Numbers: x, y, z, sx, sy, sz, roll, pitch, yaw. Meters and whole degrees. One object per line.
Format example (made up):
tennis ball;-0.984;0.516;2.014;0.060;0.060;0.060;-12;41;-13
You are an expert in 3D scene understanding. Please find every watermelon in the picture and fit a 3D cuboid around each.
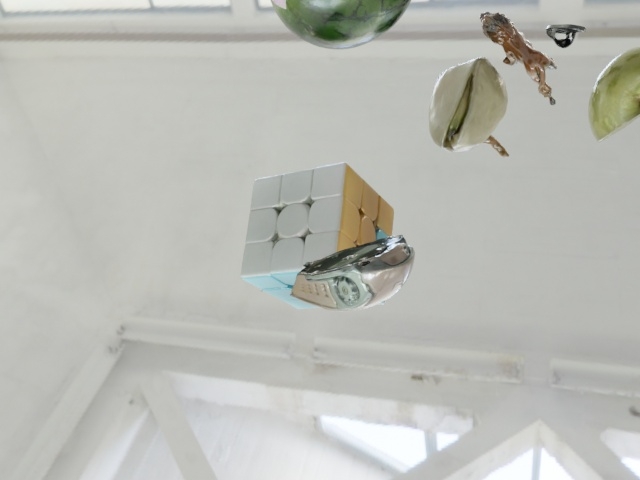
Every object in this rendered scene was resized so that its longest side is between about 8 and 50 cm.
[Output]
watermelon;0.053;-0.616;1.654;0.364;0.363;0.363;-7;-139;6

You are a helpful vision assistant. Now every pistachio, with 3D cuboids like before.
pistachio;0.401;-0.366;1.974;0.208;0.226;0.331;23;-120;11

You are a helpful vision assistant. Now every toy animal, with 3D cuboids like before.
toy animal;0.553;-0.522;1.980;0.097;0.158;0.312;-46;-116;17

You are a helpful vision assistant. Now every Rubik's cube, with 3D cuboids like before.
Rubik's cube;0.000;0.000;1.889;0.291;0.292;0.291;-7;-116;29

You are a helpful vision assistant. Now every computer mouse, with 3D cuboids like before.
computer mouse;0.055;0.084;1.487;0.200;0.114;0.389;-22;-175;-35

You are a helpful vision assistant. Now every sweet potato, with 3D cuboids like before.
sweet potato;0.478;-0.299;2.096;0.179;0.044;0.044;27;-132;0

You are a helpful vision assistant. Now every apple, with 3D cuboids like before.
apple;0.809;-0.355;1.733;0.295;0.233;0.258;4;-168;30

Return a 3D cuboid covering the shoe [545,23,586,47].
shoe;0.597;-0.501;1.759;0.062;0.053;0.159;6;-169;-8

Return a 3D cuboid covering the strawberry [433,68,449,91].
strawberry;0.396;-0.458;2.192;0.131;0.148;0.131;-11;-108;37
